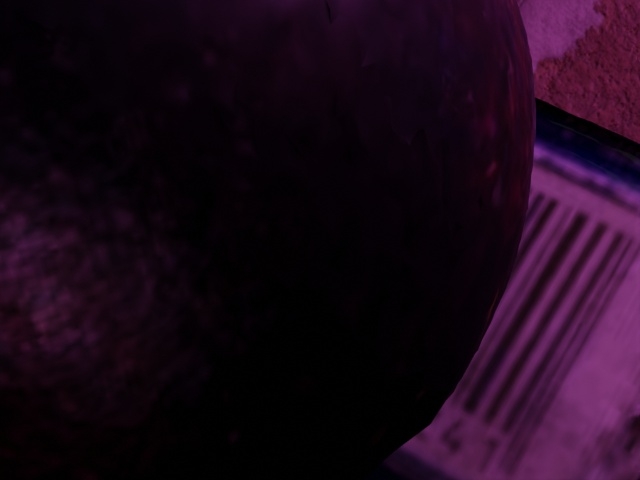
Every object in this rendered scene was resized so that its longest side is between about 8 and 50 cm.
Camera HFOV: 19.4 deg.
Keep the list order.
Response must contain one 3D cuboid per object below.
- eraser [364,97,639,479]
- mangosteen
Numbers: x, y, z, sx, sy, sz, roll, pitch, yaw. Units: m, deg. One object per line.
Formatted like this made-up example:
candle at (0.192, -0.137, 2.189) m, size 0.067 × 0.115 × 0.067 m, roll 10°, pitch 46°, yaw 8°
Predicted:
eraser at (0.000, 0.000, 0.706) m, size 0.332 × 0.155 × 0.101 m, roll 27°, pitch -7°, yaw 30°
mangosteen at (-0.071, -0.056, 0.439) m, size 0.288 × 0.288 × 0.288 m, roll 35°, pitch 9°, yaw -6°
